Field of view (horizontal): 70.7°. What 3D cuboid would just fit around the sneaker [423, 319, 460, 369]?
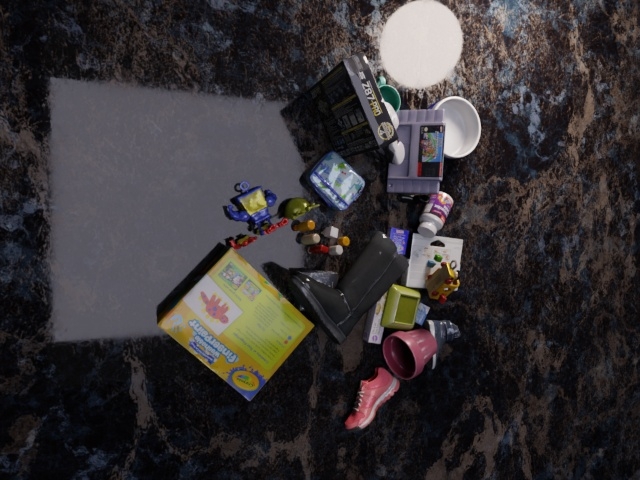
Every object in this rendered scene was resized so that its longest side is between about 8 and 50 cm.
[{"bbox_3d":[0.560,0.475,2.069,0.163,0.086,0.226,0,92,-18],"label":"sneaker"}]

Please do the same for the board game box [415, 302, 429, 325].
[{"bbox_3d":[0.442,0.327,2.051,0.090,0.020,0.090,28,83,-20],"label":"board game box"}]

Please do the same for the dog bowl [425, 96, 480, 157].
[{"bbox_3d":[0.575,-0.496,2.010,0.265,0.104,0.265,-1,94,-20],"label":"dog bowl"}]

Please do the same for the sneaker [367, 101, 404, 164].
[{"bbox_3d":[0.242,-0.429,1.844,0.101,0.153,0.269,-49,131,-35],"label":"sneaker"}]

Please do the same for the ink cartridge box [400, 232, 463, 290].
[{"bbox_3d":[0.505,0.099,2.042,0.275,0.060,0.239,7,90,-20],"label":"ink cartridge box"}]

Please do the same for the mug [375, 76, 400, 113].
[{"bbox_3d":[0.260,-0.586,1.891,0.129,0.097,0.158,23,84,-20],"label":"mug"}]

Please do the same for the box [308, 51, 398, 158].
[{"bbox_3d":[0.108,-0.477,1.683,0.097,0.395,0.318,-30,102,-14],"label":"box"}]

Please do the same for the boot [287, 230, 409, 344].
[{"bbox_3d":[0.121,0.128,1.754,0.445,0.146,0.367,-45,124,-17],"label":"boot"}]

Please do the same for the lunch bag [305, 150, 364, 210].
[{"bbox_3d":[0.059,-0.238,1.842,0.219,0.090,0.176,45,80,-16],"label":"lunch bag"}]

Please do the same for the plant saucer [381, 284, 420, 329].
[{"bbox_3d":[0.362,0.297,1.959,0.188,0.045,0.188,15,87,-35],"label":"plant saucer"}]

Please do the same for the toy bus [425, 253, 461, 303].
[{"bbox_3d":[0.541,0.169,1.926,0.104,0.202,0.191,12,94,-21],"label":"toy bus"}]

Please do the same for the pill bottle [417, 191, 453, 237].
[{"bbox_3d":[0.499,-0.111,1.981,0.108,0.108,0.193,38,66,-18],"label":"pill bottle"}]

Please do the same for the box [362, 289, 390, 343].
[{"bbox_3d":[0.255,0.282,1.956,0.067,0.063,0.324,15,88,-20],"label":"box"}]

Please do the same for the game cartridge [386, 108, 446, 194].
[{"bbox_3d":[0.406,-0.375,1.912,0.230,0.068,0.355,4,92,24],"label":"game cartridge"}]

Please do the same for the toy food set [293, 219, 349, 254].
[{"bbox_3d":[0.000,0.000,1.846,0.232,0.104,0.111,19,72,-38],"label":"toy food set"}]

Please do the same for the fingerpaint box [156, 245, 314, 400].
[{"bbox_3d":[-0.314,0.303,1.692,0.445,0.163,0.371,45,77,-17],"label":"fingerpaint box"}]

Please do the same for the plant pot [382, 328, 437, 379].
[{"bbox_3d":[0.401,0.475,1.965,0.180,0.201,0.201,-18,99,-35],"label":"plant pot"}]

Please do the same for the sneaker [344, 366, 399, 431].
[{"bbox_3d":[0.195,0.677,1.947,0.314,0.116,0.136,-43,96,-20],"label":"sneaker"}]

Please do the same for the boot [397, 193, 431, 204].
[{"bbox_3d":[0.412,-0.184,1.969,0.121,0.099,0.045,11,88,-21],"label":"boot"}]

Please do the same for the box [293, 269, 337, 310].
[{"bbox_3d":[-0.020,0.202,1.834,0.158,0.093,0.156,2,92,-19],"label":"box"}]

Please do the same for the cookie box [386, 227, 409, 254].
[{"bbox_3d":[0.334,0.003,1.982,0.091,0.040,0.107,11,89,-20],"label":"cookie box"}]

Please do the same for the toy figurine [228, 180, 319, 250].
[{"bbox_3d":[-0.215,-0.141,1.698,0.362,0.191,0.217,-31,98,-17],"label":"toy figurine"}]
